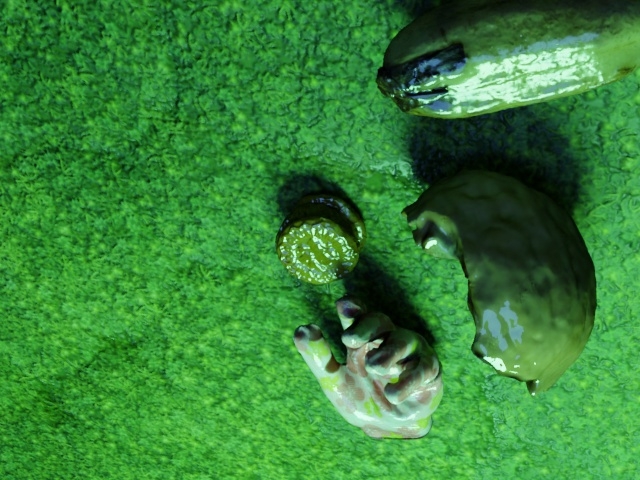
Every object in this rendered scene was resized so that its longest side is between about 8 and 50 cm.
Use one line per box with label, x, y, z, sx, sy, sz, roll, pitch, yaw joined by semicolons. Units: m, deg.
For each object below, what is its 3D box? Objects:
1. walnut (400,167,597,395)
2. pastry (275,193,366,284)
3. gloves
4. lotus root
walnut;0.200;0.034;0.973;0.141;0.204;0.238;-38;107;23
pastry;0.000;0.000;1.103;0.097;0.057;0.109;24;132;-1
gloves;0.066;0.142;1.152;0.145;0.126;0.241;21;138;37
lotus root;0.177;-0.173;0.885;0.259;0.097;0.110;-7;131;16
